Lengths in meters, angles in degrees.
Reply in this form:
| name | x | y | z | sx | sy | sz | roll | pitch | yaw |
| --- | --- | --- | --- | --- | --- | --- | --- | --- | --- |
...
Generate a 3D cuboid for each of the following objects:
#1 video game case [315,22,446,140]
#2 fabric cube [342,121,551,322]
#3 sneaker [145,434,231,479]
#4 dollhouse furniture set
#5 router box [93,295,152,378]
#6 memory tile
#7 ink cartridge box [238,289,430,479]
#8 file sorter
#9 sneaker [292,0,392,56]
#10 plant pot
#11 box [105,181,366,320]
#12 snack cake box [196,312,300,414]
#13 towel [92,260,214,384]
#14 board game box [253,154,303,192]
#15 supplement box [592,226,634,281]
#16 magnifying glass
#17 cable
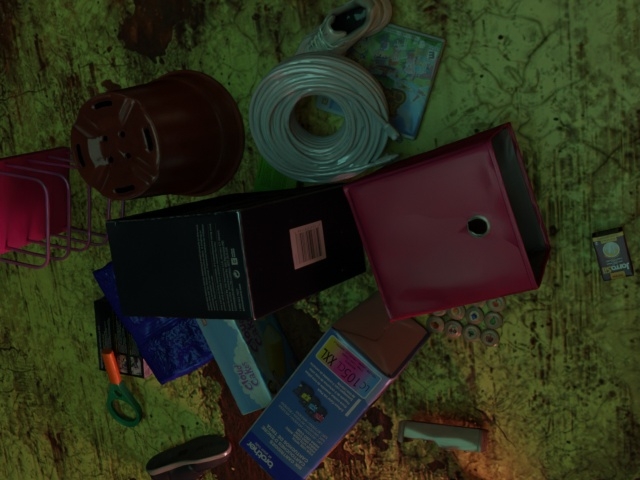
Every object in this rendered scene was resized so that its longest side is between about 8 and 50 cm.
| name | x | y | z | sx | sy | sz | roll | pitch | yaw |
| --- | --- | --- | --- | --- | --- | --- | --- | --- | --- |
| video game case | 0.109 | -0.313 | 1.403 | 0.212 | 0.023 | 0.193 | 21 | 110 | 16 |
| fabric cube | 0.230 | -0.037 | 1.295 | 0.258 | 0.259 | 0.254 | -16 | 98 | 24 |
| sneaker | -0.290 | 0.540 | 1.756 | 0.222 | 0.083 | 0.118 | -19 | 114 | 18 |
| dollhouse furniture set | 0.234 | 0.485 | 1.456 | 0.161 | 0.212 | 0.242 | 2 | 77 | 19 |
| router box | -0.464 | 0.228 | 1.753 | 0.133 | 0.046 | 0.179 | 6 | 105 | 21 |
| memory tile | 0.284 | 0.143 | 1.453 | 0.148 | 0.012 | 0.113 | 13 | 107 | 19 |
| ink cartridge box | 0.014 | 0.310 | 1.460 | 0.151 | 0.270 | 0.395 | 43 | 114 | 11 |
| file sorter | -0.569 | -0.072 | 1.590 | 0.182 | 0.290 | 0.202 | 12 | 107 | 16 |
| sneaker | 0.017 | -0.371 | 1.349 | 0.232 | 0.115 | 0.090 | -39 | 86 | 25 |
| plant pot | -0.332 | -0.198 | 1.474 | 0.272 | 0.265 | 0.272 | 6 | 105 | 21 |
| box | -0.142 | 0.013 | 1.337 | 0.312 | 0.343 | 0.179 | -2 | 100 | 36 |
| snack cake box | -0.154 | 0.210 | 1.567 | 0.089 | 0.152 | 0.264 | -24 | 94 | 25 |
| towel | -0.342 | 0.147 | 1.641 | 0.227 | 0.076 | 0.308 | -31 | 91 | 9 |
| board game box | -0.081 | -0.134 | 1.512 | 0.092 | 0.043 | 0.181 | 18 | 109 | 17 |
| supplement box | 0.517 | 0.024 | 1.313 | 0.055 | 0.043 | 0.083 | -15 | 98 | 23 |
| magnifying glass | -0.482 | 0.354 | 1.770 | 0.092 | 0.026 | 0.231 | 7 | 124 | 21 |
| cable | -0.001 | -0.225 | 1.365 | 0.257 | 0.089 | 0.257 | -21 | 121 | 22 |
